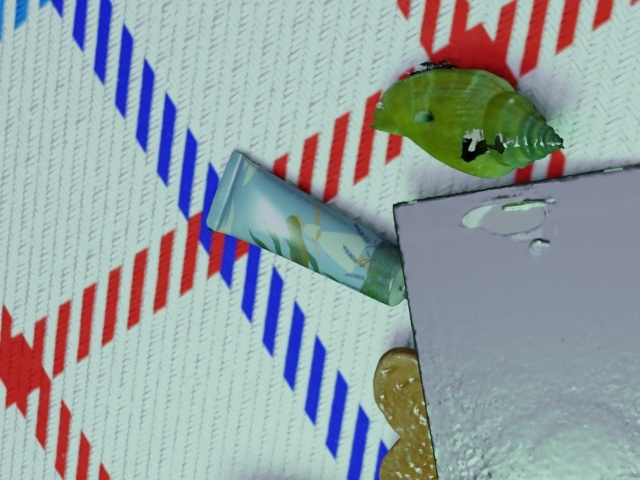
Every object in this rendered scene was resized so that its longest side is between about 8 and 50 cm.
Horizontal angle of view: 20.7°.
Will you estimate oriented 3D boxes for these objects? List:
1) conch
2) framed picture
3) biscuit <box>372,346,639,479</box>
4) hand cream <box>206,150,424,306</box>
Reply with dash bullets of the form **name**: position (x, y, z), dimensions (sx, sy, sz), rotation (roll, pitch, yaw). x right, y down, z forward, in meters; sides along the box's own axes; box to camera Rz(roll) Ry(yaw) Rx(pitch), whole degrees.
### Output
- **conch**: position (0.141, -0.109, 1.614), dimensions (0.201, 0.079, 0.095), rotation (28, 98, 27)
- **framed picture**: position (0.207, 0.106, 1.624), dimensions (0.244, 0.013, 0.323), rotation (-9, 92, 18)
- **biscuit**: position (0.205, 0.210, 1.688), dimensions (0.324, 0.049, 0.205), rotation (6, 109, 26)
- **hand cream**: position (0.000, 0.000, 1.734), dimensions (0.256, 0.055, 0.088), rotation (28, 110, 24)
